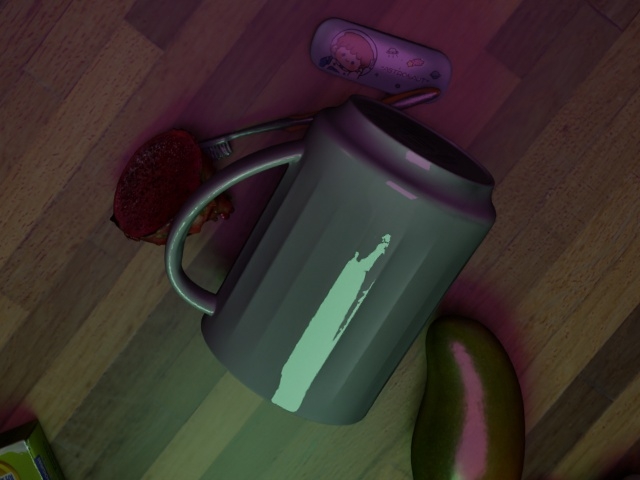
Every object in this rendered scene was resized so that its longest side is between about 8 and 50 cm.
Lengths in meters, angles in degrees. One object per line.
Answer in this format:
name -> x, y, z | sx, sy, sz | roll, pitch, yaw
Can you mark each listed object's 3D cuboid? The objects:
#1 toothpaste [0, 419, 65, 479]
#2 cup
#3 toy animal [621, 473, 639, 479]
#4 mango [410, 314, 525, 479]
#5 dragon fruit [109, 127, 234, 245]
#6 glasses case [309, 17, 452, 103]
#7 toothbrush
toothpaste -> -0.499, 0.348, 1.418 | 0.327, 0.077, 0.110 | -22, 99, 2
cup -> 0.000, 0.000, 1.262 | 0.322, 0.237, 0.327 | 26, 109, -14
toy animal -> 0.426, 0.399, 1.402 | 0.325, 0.208, 0.154 | -9, 126, 3
mango -> 0.193, 0.240, 1.396 | 0.146, 0.129, 0.289 | 7, 97, 6
dragon fruit -> -0.172, -0.046, 1.345 | 0.153, 0.153, 0.111 | -47, 134, 7
glasses case -> 0.075, -0.222, 1.342 | 0.178, 0.045, 0.067 | 17, 107, -6
toothbrush -> -0.008, -0.147, 1.346 | 0.321, 0.023, 0.031 | -14, 110, 10
